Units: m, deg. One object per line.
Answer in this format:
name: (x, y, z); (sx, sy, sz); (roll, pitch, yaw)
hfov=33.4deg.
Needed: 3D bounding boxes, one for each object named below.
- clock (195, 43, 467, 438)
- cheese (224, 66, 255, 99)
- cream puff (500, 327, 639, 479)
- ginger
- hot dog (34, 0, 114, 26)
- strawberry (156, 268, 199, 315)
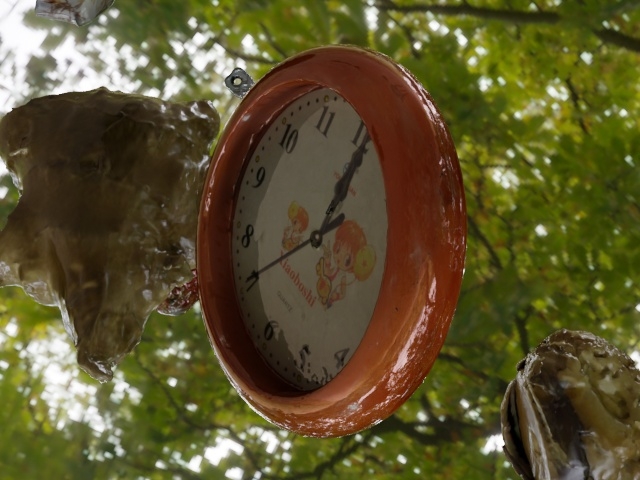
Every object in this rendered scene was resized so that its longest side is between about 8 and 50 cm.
clock: (0.000, 0.000, 0.558); (0.205, 0.051, 0.205); (-5, -97, 52)
cheese: (-0.048, -0.156, 1.358); (0.092, 0.171, 0.047); (-28, 178, -5)
cream puff: (0.180, 0.122, 0.724); (0.104, 0.133, 0.119); (-10, -173, -5)
ginger: (-0.163, -0.005, 0.857); (0.219, 0.123, 0.270); (-11, -115, -3)
hot dog: (-0.167, -0.232, 0.762); (0.108, 0.059, 0.191); (-50, 171, -35)
strawberry: (-0.153, 0.030, 1.146); (0.106, 0.106, 0.106); (-28, -136, 32)
